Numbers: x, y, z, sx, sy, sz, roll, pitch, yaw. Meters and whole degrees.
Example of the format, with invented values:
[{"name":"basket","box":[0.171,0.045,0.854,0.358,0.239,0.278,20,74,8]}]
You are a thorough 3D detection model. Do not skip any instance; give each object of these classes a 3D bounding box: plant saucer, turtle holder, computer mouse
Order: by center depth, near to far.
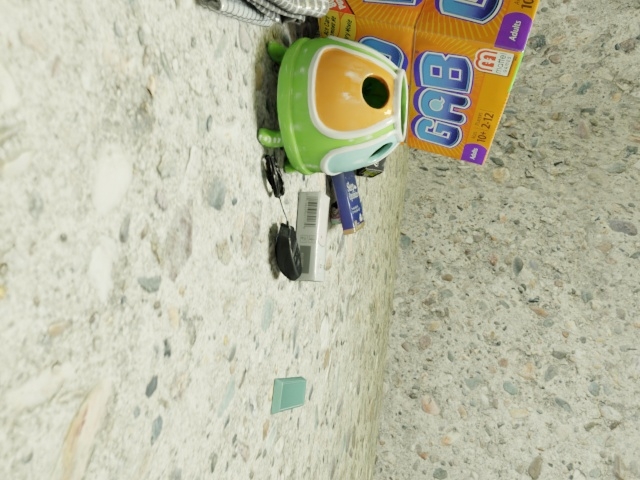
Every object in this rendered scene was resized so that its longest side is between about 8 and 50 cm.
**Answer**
[{"name":"computer mouse","box":[-0.075,-0.035,0.911,0.071,0.041,0.242,-76,157,-67]},{"name":"turtle holder","box":[0.042,-0.219,0.931,0.320,0.227,0.243,67,29,-59]},{"name":"plant saucer","box":[-0.061,0.317,1.052,0.192,0.018,0.067,43,51,-70]}]

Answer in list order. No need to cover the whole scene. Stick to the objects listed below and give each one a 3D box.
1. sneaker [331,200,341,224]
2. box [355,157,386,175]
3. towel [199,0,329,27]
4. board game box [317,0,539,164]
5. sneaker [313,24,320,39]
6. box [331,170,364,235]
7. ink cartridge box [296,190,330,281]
[{"name":"sneaker","box":[0.053,-0.088,1.381,0.098,0.038,0.069,-54,145,-66]},{"name":"box","box":[0.170,-0.336,1.570,0.216,0.060,0.270,-143,-118,-86]},{"name":"towel","box":[-0.072,-0.436,0.663,0.235,0.121,0.284,-42,133,-69]},{"name":"board game box","box":[0.236,-0.434,1.048,0.356,0.356,0.356,73,37,-67]},{"name":"sneaker","box":[0.010,-0.413,1.096,0.086,0.064,0.192,51,47,-76]},{"name":"box","box":[0.067,-0.135,1.338,0.136,0.036,0.225,-33,110,-71]},{"name":"ink cartridge box","box":[0.000,0.000,1.162,0.232,0.066,0.189,18,75,-71]}]
